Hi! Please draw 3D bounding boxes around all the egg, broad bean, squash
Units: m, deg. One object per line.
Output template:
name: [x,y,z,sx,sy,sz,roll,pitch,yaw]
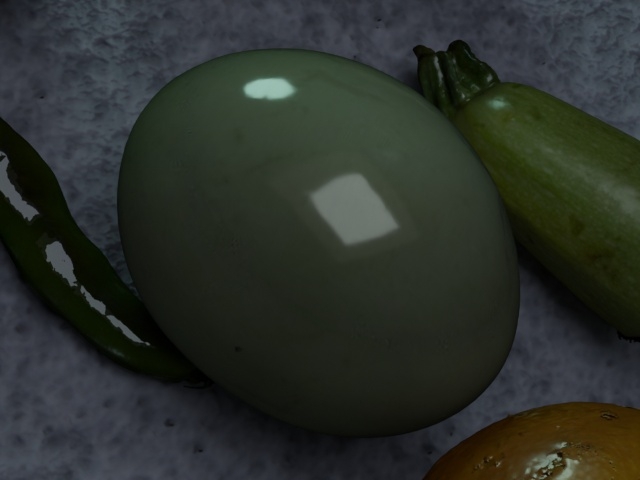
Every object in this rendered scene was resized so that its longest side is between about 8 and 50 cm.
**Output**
egg: [0.000,0.000,0.933,0.269,0.219,0.219,40,61,-5]
broad bean: [-0.165,0.008,0.975,0.065,0.046,0.254,-37,83,-34]
squash: [0.165,-0.032,1.073,0.287,0.137,0.137,31,61,11]

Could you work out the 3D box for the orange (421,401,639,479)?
orange: [0.155,0.213,0.873,0.246,0.246,0.246,7,65,-15]
